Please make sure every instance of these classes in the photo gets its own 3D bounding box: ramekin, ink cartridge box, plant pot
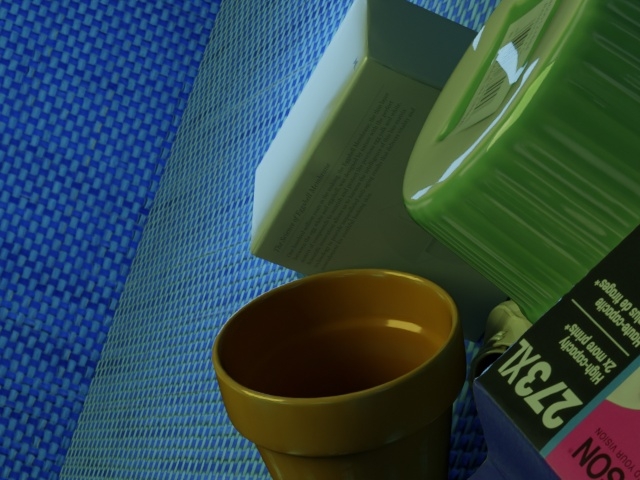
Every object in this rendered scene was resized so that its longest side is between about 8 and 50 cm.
[{"bbox_3d":[0.190,-0.094,1.352,0.303,0.148,0.303,-55,10,15],"label":"ramekin"},{"bbox_3d":[0.207,0.066,1.021,0.371,0.069,0.176,-46,35,4],"label":"ink cartridge box"},{"bbox_3d":[0.028,0.154,1.560,0.205,0.205,0.188,-102,1,-63],"label":"plant pot"}]

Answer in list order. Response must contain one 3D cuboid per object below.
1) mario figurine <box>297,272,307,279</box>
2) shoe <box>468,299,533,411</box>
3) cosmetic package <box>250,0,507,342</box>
[{"bbox_3d":[0.000,0.000,1.907,0.198,0.170,0.320,38,118,38],"label":"mario figurine"},{"bbox_3d":[0.155,0.107,1.483,0.076,0.058,0.219,-62,18,23],"label":"shoe"},{"bbox_3d":[0.086,-0.065,1.626,0.224,0.225,0.138,-58,19,32],"label":"cosmetic package"}]
